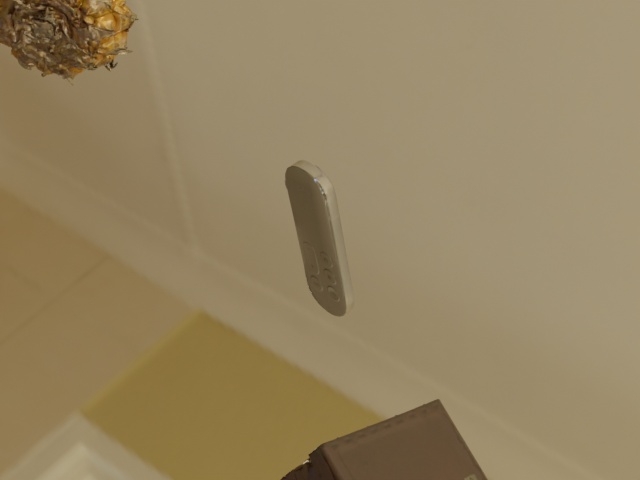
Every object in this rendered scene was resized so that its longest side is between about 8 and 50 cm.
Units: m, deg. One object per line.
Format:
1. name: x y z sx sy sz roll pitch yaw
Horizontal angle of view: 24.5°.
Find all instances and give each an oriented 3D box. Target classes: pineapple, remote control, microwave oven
1. pineapple: -0.340 -0.282 1.880 0.224 0.076 0.225 12 -39 10
2. remote control: 0.000 0.000 1.886 0.077 0.022 0.245 28 -36 38
3. microwave oven: 0.074 0.337 1.825 0.178 0.247 0.188 -42 -109 41
